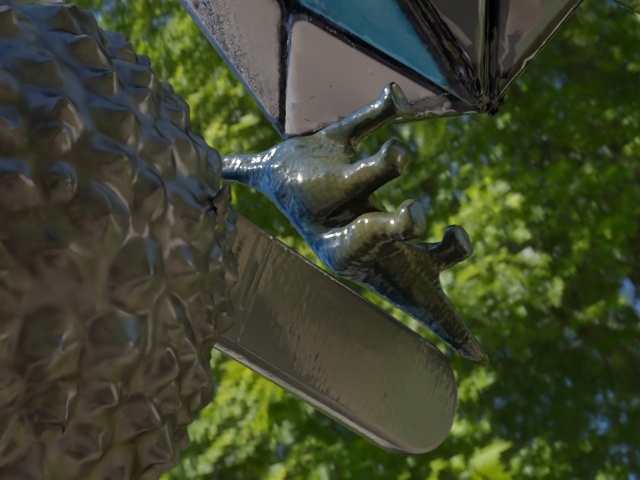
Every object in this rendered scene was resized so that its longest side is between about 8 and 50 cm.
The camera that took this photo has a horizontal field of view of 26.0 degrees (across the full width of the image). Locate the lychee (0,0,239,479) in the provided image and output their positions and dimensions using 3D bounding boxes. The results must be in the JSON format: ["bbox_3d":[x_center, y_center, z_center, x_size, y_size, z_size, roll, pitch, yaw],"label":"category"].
[{"bbox_3d":[-0.176,0.028,0.586,0.300,0.300,0.300,-9,-52,-11],"label":"lychee"}]

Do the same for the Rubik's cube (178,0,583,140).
[{"bbox_3d":[0.048,-0.296,1.209,0.310,0.307,0.305,-50,-64,-26],"label":"Rubik's cube"}]

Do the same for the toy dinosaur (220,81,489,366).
[{"bbox_3d":[0.000,0.000,0.932,0.188,0.075,0.248,-23,-80,33],"label":"toy dinosaur"}]

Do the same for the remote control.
[{"bbox_3d":[-0.004,0.056,0.835,0.245,0.077,0.022,34,-31,-31],"label":"remote control"}]

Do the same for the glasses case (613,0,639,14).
[{"bbox_3d":[0.168,-0.242,0.964,0.272,0.062,0.095,14,-58,-45],"label":"glasses case"}]
